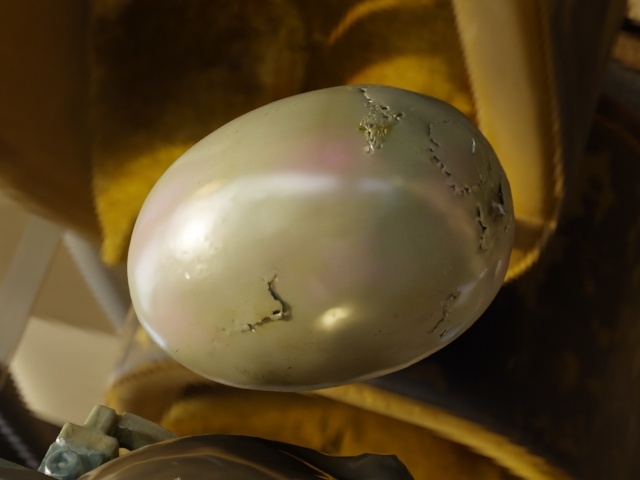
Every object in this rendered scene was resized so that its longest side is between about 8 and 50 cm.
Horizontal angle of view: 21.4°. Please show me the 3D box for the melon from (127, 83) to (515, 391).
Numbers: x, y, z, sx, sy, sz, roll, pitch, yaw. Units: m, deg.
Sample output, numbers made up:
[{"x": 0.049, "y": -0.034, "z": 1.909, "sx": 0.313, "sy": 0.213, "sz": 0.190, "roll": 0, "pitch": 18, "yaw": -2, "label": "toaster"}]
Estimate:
[{"x": 0.000, "y": 0.000, "z": 1.279, "sx": 0.317, "sy": 0.223, "sz": 0.223, "roll": -17, "pitch": 138, "yaw": 33, "label": "melon"}]

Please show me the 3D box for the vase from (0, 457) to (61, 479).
[{"x": -0.140, "y": 0.100, "z": 0.589, "sx": 0.214, "sy": 0.086, "sz": 0.086, "roll": 24, "pitch": 160, "yaw": 32, "label": "vase"}]

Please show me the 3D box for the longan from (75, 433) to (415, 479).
[{"x": -0.034, "y": 0.224, "z": 0.780, "sx": 0.288, "sy": 0.288, "sz": 0.350, "roll": 38, "pitch": 178, "yaw": -34, "label": "longan"}]

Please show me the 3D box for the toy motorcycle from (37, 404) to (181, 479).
[{"x": -0.077, "y": 0.265, "z": 1.384, "sx": 0.410, "sy": 0.168, "sz": 0.237, "roll": 8, "pitch": 141, "yaw": 16, "label": "toy motorcycle"}]
